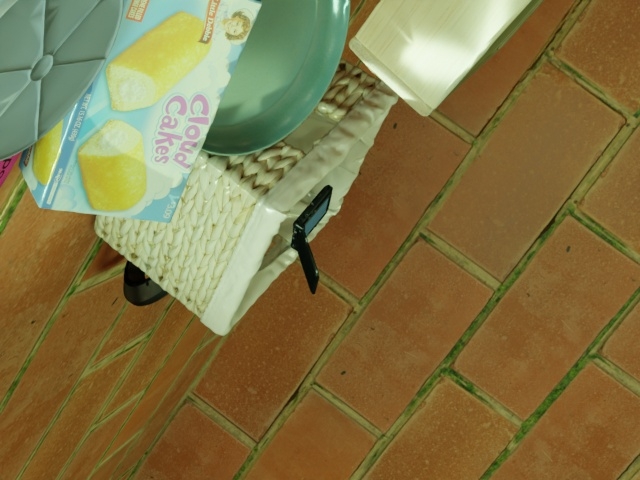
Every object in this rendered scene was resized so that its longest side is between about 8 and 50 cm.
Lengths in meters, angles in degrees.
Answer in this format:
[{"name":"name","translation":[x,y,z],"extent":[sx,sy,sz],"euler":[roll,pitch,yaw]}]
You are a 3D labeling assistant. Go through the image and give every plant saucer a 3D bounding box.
[{"name":"plant saucer","translation":[-0.090,-0.257,1.086],"extent":[0.318,0.044,0.317],"euler":[-23,125,-37]}]

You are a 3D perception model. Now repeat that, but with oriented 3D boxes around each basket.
[{"name":"basket","translation":[-0.114,-0.104,1.343],"extent":[0.328,0.266,0.331],"euler":[-48,171,-39]}]

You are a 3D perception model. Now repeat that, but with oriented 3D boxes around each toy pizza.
[{"name":"toy pizza","translation":[-0.235,-0.147,0.745],"extent":[0.201,0.032,0.201],"euler":[-51,173,-9]}]

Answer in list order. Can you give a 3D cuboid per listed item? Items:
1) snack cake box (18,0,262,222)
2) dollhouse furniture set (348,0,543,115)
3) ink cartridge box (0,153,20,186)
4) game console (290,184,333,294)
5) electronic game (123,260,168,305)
[{"name":"snack cake box","translation":[-0.185,-0.155,0.938],"extent":[0.152,0.089,0.264],"euler":[7,120,-38]},{"name":"dollhouse furniture set","translation":[0.021,-0.315,0.564],"extent":[0.256,0.394,0.362],"euler":[-48,178,37]},{"name":"ink cartridge box","translation":[-0.371,-0.032,0.813],"extent":[0.175,0.069,0.371],"euler":[-55,176,13]},{"name":"game console","translation":[0.000,0.000,1.226],"extent":[0.107,0.071,0.122],"euler":[-50,174,-14]},{"name":"electronic game","translation":[-0.247,0.010,1.543],"extent":[0.229,0.048,0.229],"euler":[-35,-148,26]}]
